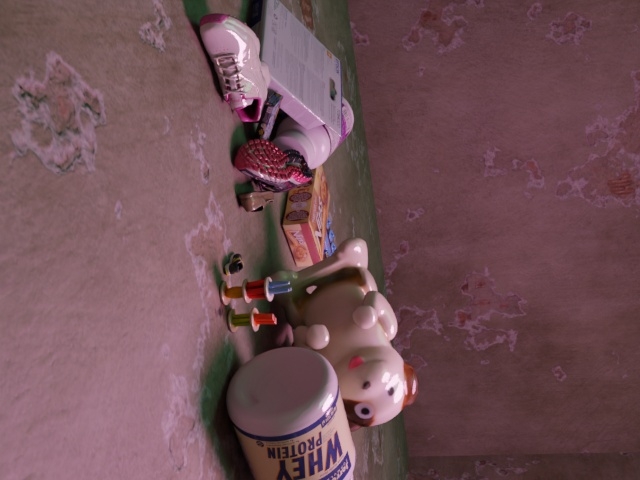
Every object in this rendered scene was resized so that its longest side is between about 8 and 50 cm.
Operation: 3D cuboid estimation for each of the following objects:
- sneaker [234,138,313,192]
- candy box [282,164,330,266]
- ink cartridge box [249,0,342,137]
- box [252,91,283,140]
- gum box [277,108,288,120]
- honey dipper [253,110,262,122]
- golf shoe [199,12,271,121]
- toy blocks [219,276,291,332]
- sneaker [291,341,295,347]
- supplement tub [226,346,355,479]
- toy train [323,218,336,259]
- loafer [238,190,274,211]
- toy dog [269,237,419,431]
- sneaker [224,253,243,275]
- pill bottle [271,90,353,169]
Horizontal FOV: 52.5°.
[{"bbox_3d":[-0.125,-0.169,1.641,0.121,0.112,0.299,63,21,15],"label":"sneaker"},{"bbox_3d":[-0.038,-0.096,2.012,0.317,0.087,0.183,-82,161,-44],"label":"candy box"},{"bbox_3d":[-0.066,-0.475,1.797,0.330,0.071,0.324,36,42,-39],"label":"ink cartridge box"},{"bbox_3d":[-0.137,-0.298,1.648,0.094,0.027,0.137,-66,180,-58],"label":"box"},{"bbox_3d":[-0.106,-0.461,1.975,0.157,0.041,0.185,9,77,-77],"label":"gum box"},{"bbox_3d":[-0.171,-0.388,1.694,0.030,0.030,0.161,11,72,-76],"label":"honey dipper"},{"bbox_3d":[-0.185,-0.380,1.456,0.306,0.115,0.140,51,39,-66],"label":"golf shoe"},{"bbox_3d":[-0.129,0.137,1.386,0.054,0.148,0.123,-68,149,-63],"label":"toy blocks"},{"bbox_3d":[-0.056,0.329,1.771,0.118,0.107,0.279,65,13,20],"label":"sneaker"},{"bbox_3d":[-0.054,0.419,1.398,0.235,0.235,0.325,-75,156,-57],"label":"supplement tub"},{"bbox_3d":[0.000,0.000,2.166,0.105,0.080,0.184,-63,146,-56],"label":"toy train"},{"bbox_3d":[-0.157,-0.094,1.584,0.148,0.056,0.050,-12,97,-67],"label":"loafer"},{"bbox_3d":[0.066,0.272,1.634,0.396,0.284,0.408,82,-13,-48],"label":"toy dog"},{"bbox_3d":[-0.184,0.054,1.433,0.083,0.035,0.031,-70,152,-62],"label":"sneaker"},{"bbox_3d":[-0.029,-0.310,1.898,0.301,0.169,0.169,-53,138,-48],"label":"pill bottle"}]
